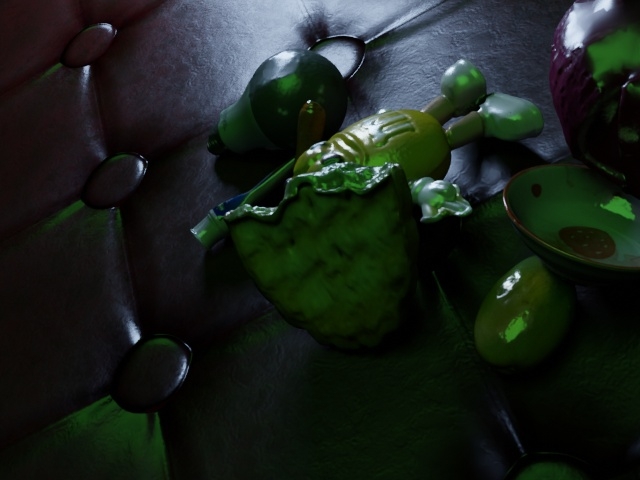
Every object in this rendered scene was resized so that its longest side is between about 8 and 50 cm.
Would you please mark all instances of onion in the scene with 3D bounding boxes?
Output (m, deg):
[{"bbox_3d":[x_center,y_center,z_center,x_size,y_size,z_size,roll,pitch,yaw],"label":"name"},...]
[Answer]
[{"bbox_3d":[0.510,-0.283,1.250,0.398,0.420,0.399,-7,48,8],"label":"onion"}]

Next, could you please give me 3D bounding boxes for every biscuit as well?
[{"bbox_3d":[0.000,0.000,1.395,0.335,0.329,0.078,24,30,22],"label":"biscuit"}]

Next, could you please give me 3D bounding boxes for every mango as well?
[{"bbox_3d":[0.289,0.099,1.304,0.130,0.092,0.195,2,48,32],"label":"mango"}]

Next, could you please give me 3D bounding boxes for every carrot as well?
[{"bbox_3d":[-0.029,-0.134,1.599,0.048,0.048,0.216,30,117,40],"label":"carrot"}]

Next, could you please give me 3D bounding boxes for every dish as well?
[{"bbox_3d":[0.375,-0.006,1.301,0.260,0.085,0.260,5,35,-4],"label":"dish"}]

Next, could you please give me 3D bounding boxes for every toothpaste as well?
[{"bbox_3d":[-0.112,-0.083,1.661,0.266,0.096,0.061,-39,88,-1],"label":"toothpaste"}]

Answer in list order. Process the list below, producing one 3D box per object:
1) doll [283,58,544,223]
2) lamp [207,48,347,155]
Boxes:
[{"bbox_3d":[0.148,-0.135,1.505,0.348,0.161,0.423,6,44,39],"label":"doll"},{"bbox_3d":[-0.090,-0.252,1.721,0.313,0.182,0.182,1,55,42],"label":"lamp"}]
